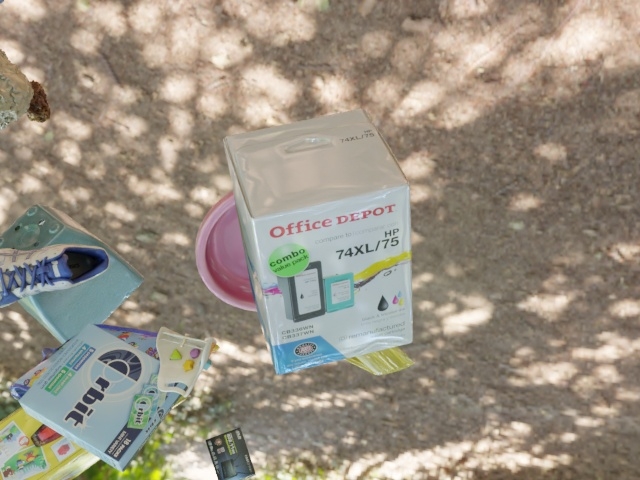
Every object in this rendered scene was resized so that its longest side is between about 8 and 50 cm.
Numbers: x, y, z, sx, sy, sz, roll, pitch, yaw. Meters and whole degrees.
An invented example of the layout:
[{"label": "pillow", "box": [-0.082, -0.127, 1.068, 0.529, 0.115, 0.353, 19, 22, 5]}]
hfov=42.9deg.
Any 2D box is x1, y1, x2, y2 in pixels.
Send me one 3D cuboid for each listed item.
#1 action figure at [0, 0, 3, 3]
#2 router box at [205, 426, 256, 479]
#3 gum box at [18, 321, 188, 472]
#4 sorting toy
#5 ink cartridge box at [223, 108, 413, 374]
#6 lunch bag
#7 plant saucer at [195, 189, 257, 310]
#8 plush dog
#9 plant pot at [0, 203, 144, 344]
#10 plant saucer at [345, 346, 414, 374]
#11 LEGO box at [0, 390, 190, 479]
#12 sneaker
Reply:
[{"label": "action figure", "box": [-0.633, -0.436, 1.155, 0.179, 0.330, 0.341, -27, 139, 28]}, {"label": "router box", "box": [-0.220, 0.531, 1.994, 0.092, 0.122, 0.038, -19, 161, -9]}, {"label": "gum box", "box": [-0.315, 0.224, 1.192, 0.184, 0.157, 0.041, 26, 146, 18]}, {"label": "sorting toy", "box": [-0.167, 0.153, 0.998, 0.083, 0.075, 0.045, 7, 157, 34]}, {"label": "ink cartridge box", "box": [0.000, 0.000, 1.086, 0.198, 0.197, 0.270, -13, 129, -8]}, {"label": "lunch bag", "box": [-0.466, 0.266, 1.643, 0.293, 0.221, 0.138, 14, 129, 31]}, {"label": "plant saucer", "box": [-0.104, 0.001, 1.742, 0.332, 0.084, 0.332, -8, 126, -10]}, {"label": "plush dog", "box": [-0.529, -0.247, 1.222, 0.225, 0.262, 0.210, 37, 122, 21]}, {"label": "plant pot", "box": [-0.629, 0.060, 1.935, 0.248, 0.247, 0.252, 30, 160, 37]}, {"label": "plant saucer", "box": [0.025, 0.219, 2.024, 0.333, 0.081, 0.333, 20, 162, 40]}, {"label": "LEGO box", "box": [-0.637, 0.486, 2.206, 0.193, 0.500, 0.372, 54, 174, 10]}, {"label": "sneaker", "box": [-0.547, 0.054, 1.564, 0.131, 0.111, 0.296, -12, -175, 43]}]
